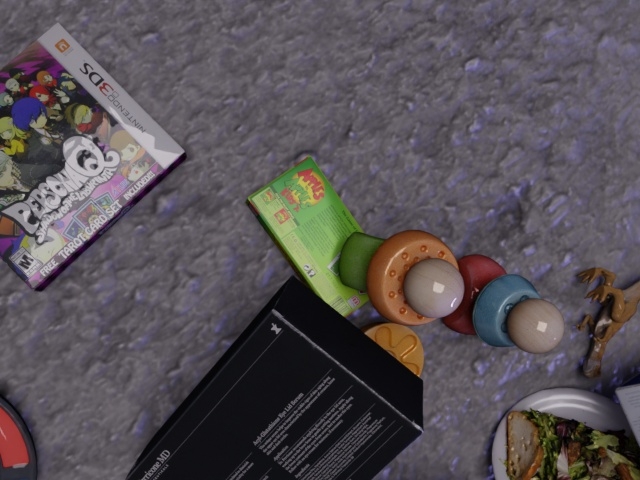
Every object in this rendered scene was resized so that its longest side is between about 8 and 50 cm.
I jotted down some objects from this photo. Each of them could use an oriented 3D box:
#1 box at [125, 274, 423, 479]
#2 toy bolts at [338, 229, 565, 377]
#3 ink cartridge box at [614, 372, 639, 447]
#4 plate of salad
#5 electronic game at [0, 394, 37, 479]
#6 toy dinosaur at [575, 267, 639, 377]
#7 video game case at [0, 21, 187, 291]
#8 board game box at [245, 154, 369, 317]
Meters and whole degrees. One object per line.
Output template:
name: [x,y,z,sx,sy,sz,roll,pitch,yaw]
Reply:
box: [-0.046,0.197,0.698,0.184,0.103,0.261,39,109,-6]
toy bolts: [0.146,0.100,0.743,0.228,0.158,0.218,4,100,-22]
ink cartridge box: [0.458,0.247,0.797,0.223,0.045,0.224,-12,79,-42]
plate of salad: [0.305,0.262,0.791,0.200,0.048,0.200,-3,52,4]
electronic game: [-0.416,0.249,0.693,0.229,0.048,0.229,-1,91,-21]
toy dinosaur: [0.389,0.080,0.868,0.112,0.064,0.211,43,89,-22]
video game case: [-0.309,-0.096,0.766,0.232,0.042,0.210,-44,92,-10]
board game box: [0.000,0.000,0.808,0.092,0.043,0.181,-36,92,-12]
